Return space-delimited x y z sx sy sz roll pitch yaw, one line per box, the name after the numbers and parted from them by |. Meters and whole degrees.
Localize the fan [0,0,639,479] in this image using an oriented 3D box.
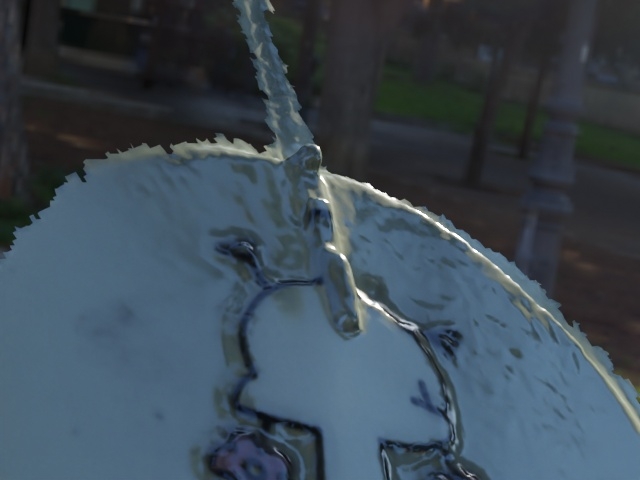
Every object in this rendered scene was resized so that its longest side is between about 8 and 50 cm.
0.001 0.000 0.398 0.233 0.012 0.415 11 49 -37 | fan
